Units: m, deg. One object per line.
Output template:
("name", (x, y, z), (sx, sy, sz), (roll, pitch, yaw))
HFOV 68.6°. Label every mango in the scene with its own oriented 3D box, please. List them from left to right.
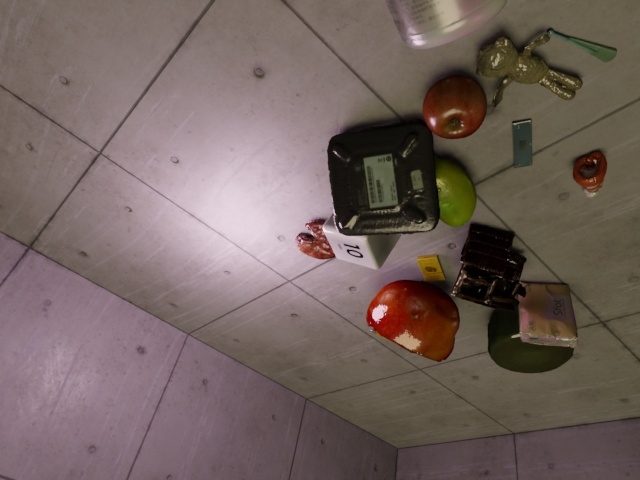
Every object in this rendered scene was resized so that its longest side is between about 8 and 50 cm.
("mango", (0.419, -0.168, 1.575), (0.273, 0.149, 0.185), (32, 124, -18))

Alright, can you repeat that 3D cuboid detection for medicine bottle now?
("medicine bottle", (0.244, -0.621, 1.021), (0.256, 0.256, 0.324), (-15, 124, 30))

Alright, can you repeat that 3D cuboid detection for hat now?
("hat", (0.858, -0.191, 1.481), (0.094, 0.112, 0.162), (14, 161, 46))

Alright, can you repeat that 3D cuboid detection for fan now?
("fan", (0.674, -0.507, 1.214), (0.193, 0.016, 0.038), (18, 142, -5))

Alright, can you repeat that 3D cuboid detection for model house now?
("model house", (0.657, 0.101, 1.756), (0.318, 0.297, 0.282), (18, 96, 2))

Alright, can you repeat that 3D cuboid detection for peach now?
("peach", (0.414, 0.330, 2.032), (0.406, 0.309, 0.335), (26, 177, 2))

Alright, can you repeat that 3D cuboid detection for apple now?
("apple", (0.383, -0.374, 1.335), (0.181, 0.168, 0.180), (4, 142, 3))

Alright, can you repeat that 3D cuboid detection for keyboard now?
("keyboard", (0.631, -0.300, 1.466), (0.056, 0.014, 0.176), (-6, 136, 21))

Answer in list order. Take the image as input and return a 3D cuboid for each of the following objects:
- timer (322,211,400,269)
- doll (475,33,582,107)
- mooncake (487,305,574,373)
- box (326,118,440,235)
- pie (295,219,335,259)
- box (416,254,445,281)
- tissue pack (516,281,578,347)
("timer", (0.156, -0.034, 1.731), (0.195, 0.194, 0.192), (15, 147, 37))
("doll", (0.562, -0.462, 1.252), (0.286, 0.091, 0.202), (2, 150, 11))
("mooncake", (0.931, 0.432, 2.096), (0.357, 0.194, 0.356), (6, 136, 6))
("box", (0.197, -0.193, 1.509), (0.351, 0.091, 0.358), (-5, 96, 25))
("pie", (0.000, 0.000, 1.966), (0.204, 0.054, 0.219), (36, 133, -24))
("box", (0.472, 0.120, 1.994), (0.087, 0.023, 0.155), (-7, 136, 26))
("tissue pack", (0.907, 0.299, 1.896), (0.215, 0.256, 0.122), (2, 142, 14))
